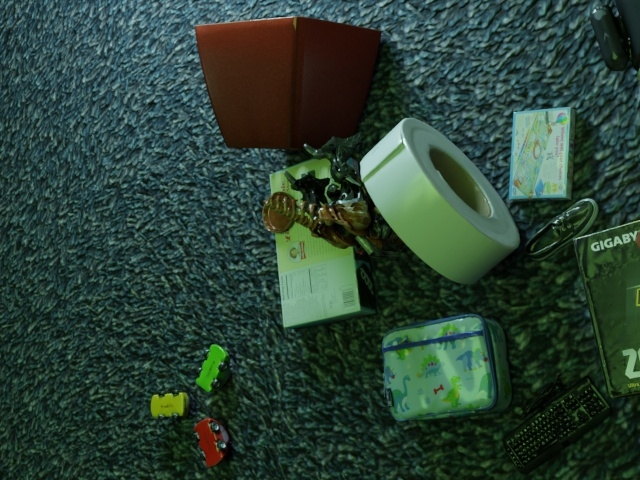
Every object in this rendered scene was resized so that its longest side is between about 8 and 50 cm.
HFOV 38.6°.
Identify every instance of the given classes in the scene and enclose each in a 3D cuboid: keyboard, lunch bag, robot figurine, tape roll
[{"bbox_3d":[0.368,0.292,1.483,0.192,0.038,0.100,-44,60,22],"label":"keyboard"},{"bbox_3d":[0.213,0.220,1.579,0.219,0.090,0.176,-13,72,34],"label":"lunch bag"},{"bbox_3d":[0.541,-0.338,1.373,0.209,0.173,0.278,-25,68,44],"label":"robot figurine"},{"bbox_3d":[0.198,-0.067,1.511,0.100,0.286,0.286,-42,61,25],"label":"tape roll"}]

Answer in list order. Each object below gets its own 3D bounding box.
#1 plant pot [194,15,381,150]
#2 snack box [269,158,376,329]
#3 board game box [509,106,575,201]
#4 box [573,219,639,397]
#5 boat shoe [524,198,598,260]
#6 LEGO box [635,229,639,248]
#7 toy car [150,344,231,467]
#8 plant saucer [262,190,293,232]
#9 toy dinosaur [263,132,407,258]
[{"bbox_3d":[-0.061,-0.294,1.774,0.267,0.267,0.236,5,98,37],"label":"plant pot"},{"bbox_3d":[0.000,0.000,1.788,0.187,0.060,0.322,-15,74,34],"label":"snack box"},{"bbox_3d":[0.377,-0.145,1.552,0.103,0.026,0.154,0,83,37],"label":"board game box"},{"bbox_3d":[0.561,0.079,1.349,0.322,0.079,0.257,-18,74,33],"label":"box"},{"bbox_3d":[0.397,-0.016,1.507,0.142,0.040,0.049,-45,59,23],"label":"boat shoe"},{"bbox_3d":[0.589,-0.088,1.014,0.372,0.500,0.193,-30,69,2],"label":"LEGO box"},{"bbox_3d":[-0.239,0.325,1.921,0.239,0.053,0.225,31,101,35],"label":"toy car"},{"bbox_3d":[-0.081,-0.056,1.813,0.083,0.013,0.083,-8,77,38],"label":"plant saucer"},{"bbox_3d":[0.047,-0.062,1.599,0.164,0.322,0.218,-35,59,18],"label":"toy dinosaur"}]
